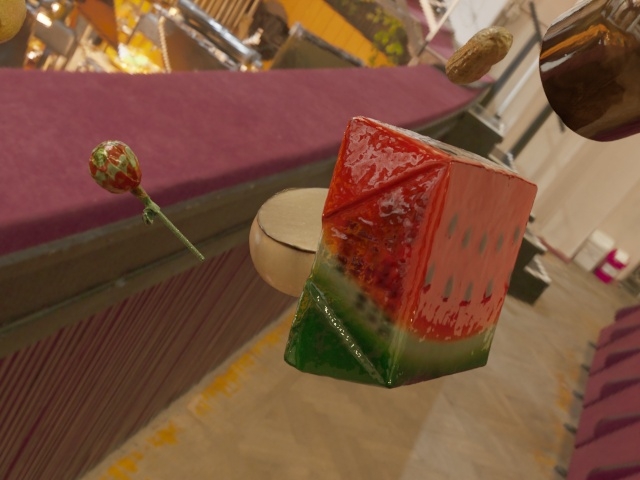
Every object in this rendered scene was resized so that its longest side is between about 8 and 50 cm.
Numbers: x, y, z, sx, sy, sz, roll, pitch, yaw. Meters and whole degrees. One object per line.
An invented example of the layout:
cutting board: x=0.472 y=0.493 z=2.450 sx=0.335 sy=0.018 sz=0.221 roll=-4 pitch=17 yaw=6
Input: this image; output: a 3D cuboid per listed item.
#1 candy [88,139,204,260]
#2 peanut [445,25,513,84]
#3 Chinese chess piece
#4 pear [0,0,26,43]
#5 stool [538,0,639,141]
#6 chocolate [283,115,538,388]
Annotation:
candy: x=-0.289 y=-0.058 z=1.257 sx=0.288 sy=0.078 sz=0.084 roll=52 pitch=-6 yaw=-37
peanut: x=0.383 y=-0.443 z=1.761 sx=0.098 sy=0.214 sz=0.090 roll=17 pitch=70 yaw=-16
Chinese chess piece: x=0.000 y=0.000 z=1.737 sx=0.337 sy=0.141 sz=0.338 roll=4 pitch=31 yaw=-3
pear: x=-0.586 y=-0.390 z=1.230 sx=0.178 sy=0.178 sz=0.178 roll=29 pitch=23 yaw=-14
stool: x=0.391 y=-0.222 z=0.799 sx=0.179 sy=0.179 sz=0.264 roll=29 pitch=-15 yaw=-14
chocolate: x=0.145 y=0.029 z=1.035 sx=0.161 sy=0.342 sz=0.360 roll=20 pitch=9 yaw=34
